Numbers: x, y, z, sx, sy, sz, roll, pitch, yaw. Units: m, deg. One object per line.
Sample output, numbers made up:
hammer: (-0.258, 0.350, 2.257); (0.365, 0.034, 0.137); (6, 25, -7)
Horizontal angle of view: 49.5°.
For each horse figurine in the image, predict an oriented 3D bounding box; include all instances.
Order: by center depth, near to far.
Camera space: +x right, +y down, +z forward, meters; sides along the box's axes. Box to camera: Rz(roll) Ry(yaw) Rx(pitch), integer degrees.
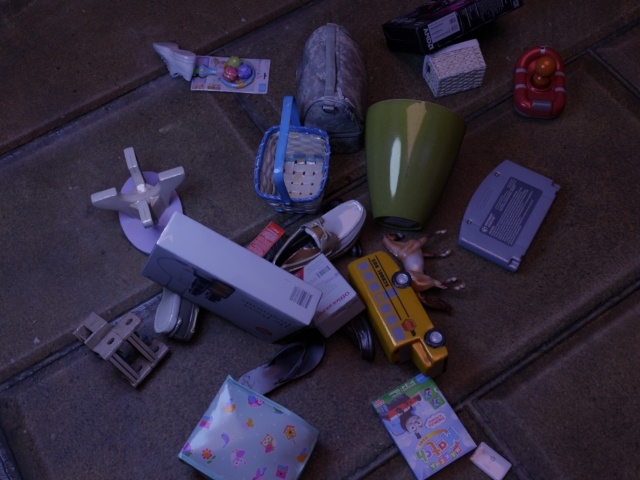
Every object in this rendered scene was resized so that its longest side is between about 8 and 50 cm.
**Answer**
horse figurine: (0.270, 0.072, 1.811); (0.174, 0.066, 0.263); (-8, 60, -8)

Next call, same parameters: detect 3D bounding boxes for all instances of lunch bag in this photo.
lunch bag: (-0.155, 0.468, 1.569); (0.262, 0.160, 0.223); (30, 67, 3)
lunch bag: (0.030, -0.425, 1.972); (0.212, 0.256, 0.305); (0, 63, 3)

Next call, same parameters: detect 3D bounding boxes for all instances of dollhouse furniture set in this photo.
dollhouse furniture set: (-0.500, 0.252, 1.743); (0.183, 0.129, 0.129); (19, 60, 45)

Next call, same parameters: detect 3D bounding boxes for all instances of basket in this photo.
basket: (-0.076, -0.204, 1.843); (0.201, 0.289, 0.255); (5, 64, 6)
basket: (0.404, -0.513, 2.081); (0.167, 0.113, 0.103); (-17, 65, -5)

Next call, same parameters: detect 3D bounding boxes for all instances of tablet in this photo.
tablet: (0.395, 0.514, 1.609); (0.083, 0.006, 0.054); (37, 70, 19)

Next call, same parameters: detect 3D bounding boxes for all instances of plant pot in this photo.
plant pot: (0.231, -0.185, 1.857); (0.275, 0.275, 0.293); (10, 78, 8)

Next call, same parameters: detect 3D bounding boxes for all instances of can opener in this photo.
can opener: (0.071, -0.037, 1.890); (0.059, 0.073, 0.186); (-3, 58, -44)

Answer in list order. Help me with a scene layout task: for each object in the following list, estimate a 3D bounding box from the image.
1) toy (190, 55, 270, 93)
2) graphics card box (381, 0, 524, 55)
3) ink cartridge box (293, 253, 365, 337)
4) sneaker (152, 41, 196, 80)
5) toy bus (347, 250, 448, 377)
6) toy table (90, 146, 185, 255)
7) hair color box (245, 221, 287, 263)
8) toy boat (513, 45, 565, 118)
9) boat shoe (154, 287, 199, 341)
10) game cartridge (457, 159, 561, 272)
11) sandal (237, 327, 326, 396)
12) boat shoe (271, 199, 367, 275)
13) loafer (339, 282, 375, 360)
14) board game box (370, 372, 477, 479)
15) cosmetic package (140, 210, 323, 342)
toy: (-0.281, -0.528, 2.152); (0.237, 0.056, 0.137); (2, 64, 4)
graphics card box: (0.400, -0.688, 2.122); (0.371, 0.094, 0.233); (-30, 28, -11)
ink cartridge box: (0.010, 0.137, 1.726); (0.127, 0.072, 0.175); (-37, 47, -3)
sneaker: (-0.464, -0.561, 2.171); (0.080, 0.094, 0.212); (-15, 36, -36)
toy bus: (0.191, 0.185, 1.711); (0.130, 0.108, 0.333); (-20, 57, -9)
toy table: (-0.475, -0.108, 1.887); (0.252, 0.161, 0.274); (-29, 64, -12)
hair color box: (-0.160, 0.041, 1.831); (0.053, 0.093, 0.167); (36, 70, 19)
toy boat: (0.648, -0.480, 2.030); (0.151, 0.151, 0.231); (5, 63, 5)
boat shoe: (-0.348, 0.116, 1.803); (0.109, 0.091, 0.305); (-25, 45, 40)
game cartridge: (0.503, -0.075, 1.884); (0.198, 0.062, 0.297); (27, 67, 20)
sandal: (-0.088, 0.309, 1.710); (0.254, 0.054, 0.097); (-36, 67, -15)
boat shoe: (0.000, 0.000, 1.805); (0.302, 0.103, 0.113); (-44, 67, -4)
loafer: (0.077, 0.213, 1.746); (0.078, 0.080, 0.220); (-20, 54, -3)
board game box: (0.242, 0.437, 1.638); (0.160, 0.039, 0.211); (-28, 66, -12)
cosmetic package: (-0.218, 0.099, 1.624); (0.377, 0.284, 0.097); (29, 67, -11)
